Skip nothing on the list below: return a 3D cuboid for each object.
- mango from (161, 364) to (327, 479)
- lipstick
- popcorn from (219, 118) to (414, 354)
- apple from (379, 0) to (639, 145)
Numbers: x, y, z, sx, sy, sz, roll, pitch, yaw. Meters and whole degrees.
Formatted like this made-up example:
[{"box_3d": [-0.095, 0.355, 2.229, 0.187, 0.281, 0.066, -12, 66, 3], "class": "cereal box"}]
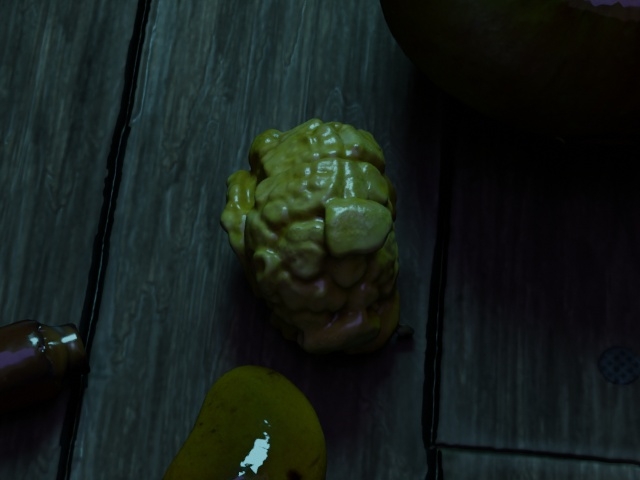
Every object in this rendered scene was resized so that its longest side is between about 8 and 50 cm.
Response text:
[{"box_3d": [-0.053, 0.175, 1.260, 0.115, 0.090, 0.178, 15, 52, 15], "class": "mango"}, {"box_3d": [-0.380, 0.144, 1.272, 0.418, 0.077, 0.077, -17, 61, -13], "class": "lipstick"}, {"box_3d": [-0.004, -0.006, 1.327, 0.140, 0.163, 0.194, -11, 71, 10], "class": "popcorn"}, {"box_3d": [0.226, -0.273, 1.366, 0.400, 0.400, 0.333, 2, 18, -1], "class": "apple"}]
